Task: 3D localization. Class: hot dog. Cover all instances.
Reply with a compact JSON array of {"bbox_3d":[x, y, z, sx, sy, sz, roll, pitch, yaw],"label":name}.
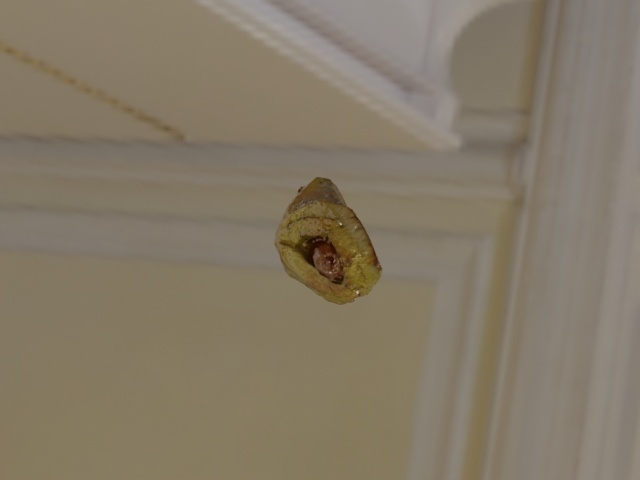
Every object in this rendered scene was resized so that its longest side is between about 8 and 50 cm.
[{"bbox_3d":[-0.001,0.001,1.301,0.061,0.078,0.169,-22,-169,-2],"label":"hot dog"}]
